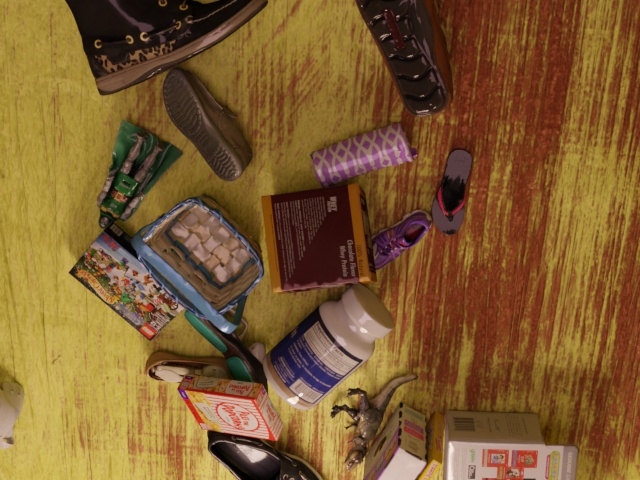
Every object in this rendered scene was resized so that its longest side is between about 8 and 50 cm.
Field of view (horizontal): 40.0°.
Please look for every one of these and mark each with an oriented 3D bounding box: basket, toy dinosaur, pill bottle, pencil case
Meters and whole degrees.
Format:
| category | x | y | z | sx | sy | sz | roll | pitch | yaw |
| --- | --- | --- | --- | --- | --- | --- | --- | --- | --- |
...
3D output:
| category | x | y | z | sx | sy | sz | roll | pitch | yaw |
| --- | --- | --- | --- | --- | --- | --- | --- | --- | --- |
| basket | -0.234 | 0.045 | 1.728 | 0.201 | 0.289 | 0.255 | -42 | 97 | 12 |
| toy dinosaur | 0.096 | 0.376 | 1.932 | 0.118 | 0.064 | 0.268 | 26 | 107 | -10 |
| pill bottle | 0.018 | 0.219 | 1.835 | 0.153 | 0.153 | 0.264 | 44 | 107 | -9 |
| pencil case | 0.082 | -0.163 | 1.736 | 0.206 | 0.086 | 0.088 | -17 | 140 | 13 |

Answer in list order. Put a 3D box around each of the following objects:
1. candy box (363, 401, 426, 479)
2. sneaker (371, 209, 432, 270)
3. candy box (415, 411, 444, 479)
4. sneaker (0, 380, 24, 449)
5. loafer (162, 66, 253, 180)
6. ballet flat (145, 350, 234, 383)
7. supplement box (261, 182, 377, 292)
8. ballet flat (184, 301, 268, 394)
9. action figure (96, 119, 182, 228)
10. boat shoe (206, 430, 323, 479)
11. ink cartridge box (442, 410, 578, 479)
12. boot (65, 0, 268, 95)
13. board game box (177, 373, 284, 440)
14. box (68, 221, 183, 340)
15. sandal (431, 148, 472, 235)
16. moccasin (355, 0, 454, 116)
| category | x | y | z | sx | sy | sz | roll | pitch | yaw |
| --- | --- | --- | --- | --- | --- | --- | --- | --- | --- |
| candy box | 0.158 | 0.467 | 1.881 | 0.070 | 0.196 | 0.165 | 28 | 109 | -3 |
| sneaker | 0.153 | 0.001 | 1.790 | 0.170 | 0.071 | 0.068 | -42 | 100 | 18 |
| candy box | 0.226 | 0.454 | 1.865 | 0.027 | 0.206 | 0.105 | 31 | 109 | -1 |
| sneaker | -0.796 | 0.311 | 1.966 | 0.137 | 0.210 | 0.366 | -29 | 69 | 14 |
| loafer | -0.222 | -0.235 | 1.751 | 0.094 | 0.087 | 0.251 | -30 | 93 | 41 |
| ballet flat | -0.274 | 0.297 | 1.933 | 0.232 | 0.073 | 0.080 | 6 | 107 | 4 |
| supplement box | 0.000 | 0.000 | 1.741 | 0.194 | 0.129 | 0.192 | -8 | 84 | 9 |
| ballet flat | -0.176 | 0.227 | 1.886 | 0.096 | 0.095 | 0.280 | -40 | 101 | -29 |
| action figure | -0.400 | -0.117 | 1.815 | 0.137 | 0.063 | 0.232 | 31 | 113 | -8 |
| boat shoe | -0.120 | 0.522 | 1.973 | 0.127 | 0.113 | 0.340 | -42 | 100 | 17 |
| ink cartridge box | 0.405 | 0.540 | 1.916 | 0.271 | 0.130 | 0.310 | 2 | 109 | 5 |
| boot | -0.317 | -0.468 | 1.650 | 0.377 | 0.138 | 0.284 | -22 | 105 | 18 |
| board game box | -0.190 | 0.354 | 1.868 | 0.193 | 0.045 | 0.147 | 2 | 135 | 27 |
| box | -0.401 | 0.090 | 1.870 | 0.233 | 0.044 | 0.159 | 41 | 123 | -8 |
| sandal | 0.263 | -0.094 | 1.761 | 0.067 | 0.040 | 0.179 | 9 | 109 | 3 |
| moccasin | 0.162 | -0.422 | 1.619 | 0.139 | 0.147 | 0.380 | -19 | 110 | 27 |
